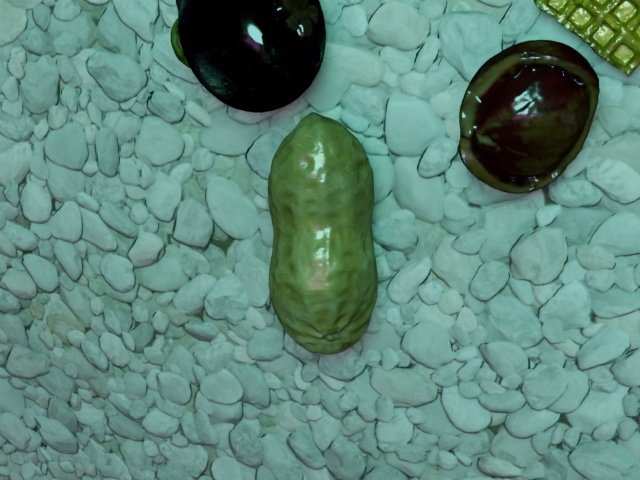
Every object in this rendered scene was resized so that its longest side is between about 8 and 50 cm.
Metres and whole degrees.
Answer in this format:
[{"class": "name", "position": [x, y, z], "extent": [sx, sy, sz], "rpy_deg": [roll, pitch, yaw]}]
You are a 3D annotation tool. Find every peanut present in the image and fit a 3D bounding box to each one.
[{"class": "peanut", "position": [0.000, 0.000, 1.115], "extent": [0.169, 0.192, 0.387], "rpy_deg": [-1, 113, 7]}]

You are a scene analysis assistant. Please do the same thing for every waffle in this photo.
[{"class": "waffle", "position": [0.390, -0.334, 0.904], "extent": [0.160, 0.055, 0.211], "rpy_deg": [37, 120, 1]}]

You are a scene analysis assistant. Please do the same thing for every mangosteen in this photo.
[{"class": "mangosteen", "position": [-0.105, -0.289, 1.029], "extent": [0.243, 0.243, 0.243], "rpy_deg": [8, 115, 17]}]

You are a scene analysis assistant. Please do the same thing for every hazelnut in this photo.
[{"class": "hazelnut", "position": [0.271, -0.160, 0.966], "extent": [0.170, 0.160, 0.202], "rpy_deg": [5, 108, 17]}]
